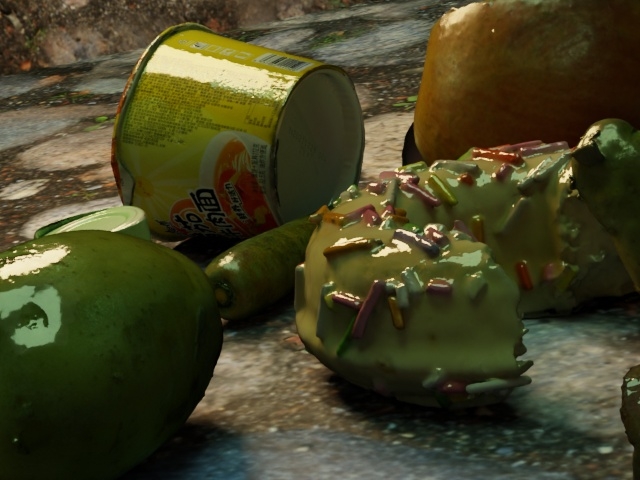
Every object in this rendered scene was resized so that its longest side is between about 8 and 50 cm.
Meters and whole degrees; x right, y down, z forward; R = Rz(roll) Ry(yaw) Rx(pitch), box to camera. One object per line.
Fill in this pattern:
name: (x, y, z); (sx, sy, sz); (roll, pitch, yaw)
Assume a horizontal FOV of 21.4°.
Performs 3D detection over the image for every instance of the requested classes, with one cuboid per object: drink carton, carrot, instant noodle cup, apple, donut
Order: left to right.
drink carton: (-0.204, 0.048, 1.627); (0.144, 0.142, 0.146); (-14, 15, -16)
instant noodle cup: (-0.081, -0.111, 1.937); (0.200, 0.264, 0.264); (9, 24, 29)
carrot: (0.000, 0.000, 1.796); (0.074, 0.074, 0.358); (2, 19, 36)
donut: (0.136, 0.017, 1.503); (0.307, 0.150, 0.371); (5, 22, 43)
apple: (0.272, -0.143, 1.744); (0.346, 0.254, 0.179); (1, 31, -1)

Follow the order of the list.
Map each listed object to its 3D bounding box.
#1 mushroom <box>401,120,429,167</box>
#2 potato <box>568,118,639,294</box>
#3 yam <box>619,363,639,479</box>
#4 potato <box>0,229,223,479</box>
mushroom: (0.190, -0.092, 1.886); (0.188, 0.141, 0.117); (3, -2, 28)
potato: (0.292, -0.005, 1.386); (0.117, 0.225, 0.090); (-37, -1, -28)
yam: (0.303, 0.140, 1.023); (0.238, 0.128, 0.129); (2, -15, 22)
potato: (-0.200, 0.092, 1.363); (0.216, 0.215, 0.304); (0, 21, 31)
